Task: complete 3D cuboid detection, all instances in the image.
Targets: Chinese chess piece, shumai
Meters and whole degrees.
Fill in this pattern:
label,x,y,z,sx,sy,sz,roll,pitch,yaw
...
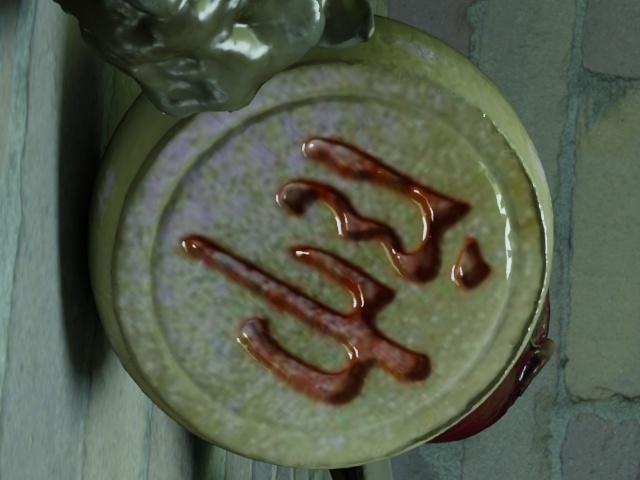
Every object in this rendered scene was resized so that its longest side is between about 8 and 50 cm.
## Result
label,x,y,z,sx,sy,sz,roll,pitch,yaw
Chinese chess piece,0.000,0.000,0.990,0.112,0.270,0.270,-111,-159,-67
shumai,-0.036,-0.149,0.750,0.184,0.185,0.218,-50,-160,-12

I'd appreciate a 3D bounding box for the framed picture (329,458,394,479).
label,x,y,z,sx,sy,sz,roll,pitch,yaw
framed picture,-0.009,0.027,1.306,0.326,0.028,0.446,-113,-170,-46

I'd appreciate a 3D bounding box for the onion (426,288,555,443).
label,x,y,z,sx,sy,sz,roll,pitch,yaw
onion,0.117,0.052,1.915,0.353,0.354,0.353,4,90,-84
